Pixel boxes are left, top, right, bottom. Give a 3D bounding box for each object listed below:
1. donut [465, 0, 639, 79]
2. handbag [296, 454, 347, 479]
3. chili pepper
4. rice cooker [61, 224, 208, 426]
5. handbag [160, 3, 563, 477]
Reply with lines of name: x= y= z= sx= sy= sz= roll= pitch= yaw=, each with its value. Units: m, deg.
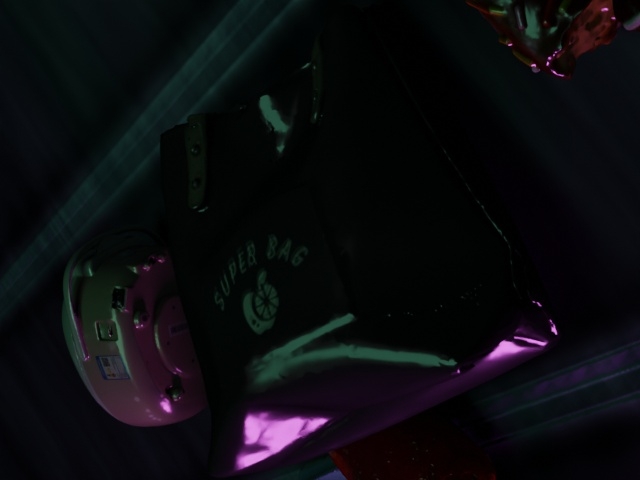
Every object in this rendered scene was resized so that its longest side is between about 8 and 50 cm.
donut: x=0.150 y=-0.188 z=0.885 sx=0.230 sy=0.096 sz=0.216 roll=21 pitch=132 yaw=52
handbag: x=0.038 y=0.272 z=1.549 sx=0.144 sy=0.057 sz=0.221 roll=53 pitch=151 yaw=1
chili pepper: x=0.046 y=0.156 z=1.369 sx=0.387 sy=0.110 sz=0.110 roll=45 pitch=149 yaw=36
rice cooker: x=-0.176 y=0.089 z=1.645 sx=0.127 sy=0.145 sz=0.206 roll=2 pitch=115 yaw=45
handbag: x=0.000 y=0.000 z=1.221 sx=0.342 sy=0.152 sz=0.288 roll=-30 pitch=74 yaw=43
